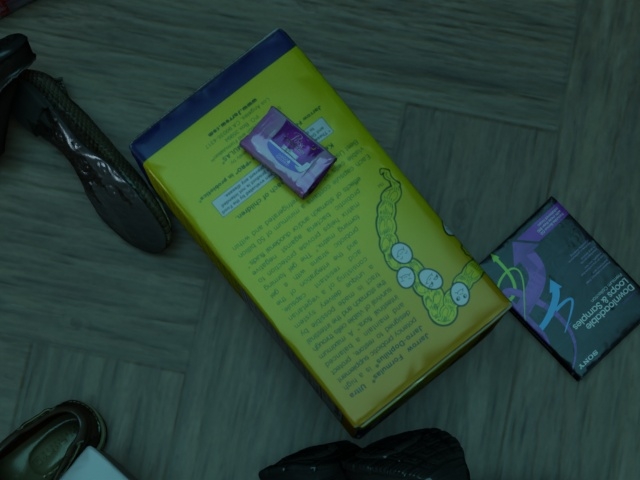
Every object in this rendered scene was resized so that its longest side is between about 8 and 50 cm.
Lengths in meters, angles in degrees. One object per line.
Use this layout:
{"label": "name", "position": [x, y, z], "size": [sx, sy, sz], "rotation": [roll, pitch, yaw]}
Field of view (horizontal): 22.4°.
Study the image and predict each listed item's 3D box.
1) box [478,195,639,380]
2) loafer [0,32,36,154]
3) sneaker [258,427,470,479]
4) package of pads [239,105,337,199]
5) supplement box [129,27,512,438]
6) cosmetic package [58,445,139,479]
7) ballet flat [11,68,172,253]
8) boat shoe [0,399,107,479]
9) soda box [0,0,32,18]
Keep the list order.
{"label": "box", "position": [0.257, 0.050, 1.696], "size": [0.116, 0.029, 0.162], "rotation": [-43, 84, -7]}
{"label": "loafer", "position": [-0.356, -0.124, 1.688], "size": [0.078, 0.080, 0.220], "rotation": [37, 116, -12]}
{"label": "sneaker", "position": [0.055, 0.256, 1.559], "size": [0.109, 0.286, 0.130], "rotation": [-17, 89, -32]}
{"label": "package of pads", "position": [-0.030, -0.083, 1.522], "size": [0.083, 0.032, 0.050], "rotation": [40, 84, 7]}
{"label": "supplement box", "position": [0.000, 0.000, 1.624], "size": [0.195, 0.194, 0.356], "rotation": [-38, 82, -6]}
{"label": "cosmetic package", "position": [-0.211, 0.361, 1.589], "size": [0.224, 0.138, 0.224], "rotation": [41, 81, 7]}
{"label": "ballet flat", "position": [-0.236, -0.089, 1.710], "size": [0.250, 0.084, 0.058], "rotation": [46, 48, 10]}
{"label": "boat shoe", "position": [-0.328, 0.256, 1.630], "size": [0.095, 0.095, 0.257], "rotation": [41, 83, 7]}
{"label": "soda box", "position": [-0.271, -0.341, 1.743], "size": [0.263, 0.083, 0.092], "rotation": [-28, 81, -5]}
